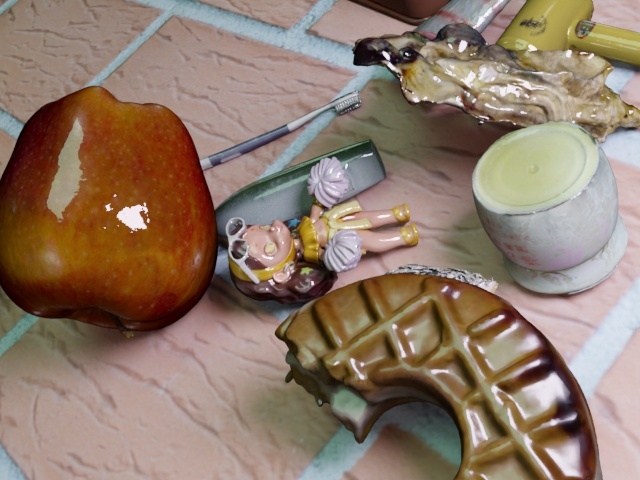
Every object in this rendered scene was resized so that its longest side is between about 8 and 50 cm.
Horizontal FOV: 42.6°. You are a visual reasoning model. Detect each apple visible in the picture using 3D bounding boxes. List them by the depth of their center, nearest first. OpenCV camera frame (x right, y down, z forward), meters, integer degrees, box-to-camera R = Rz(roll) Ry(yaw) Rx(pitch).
[{"bbox_3d":[-0.278,-0.029,1.067,0.288,0.288,0.316,-7,79,24],"label":"apple"}]

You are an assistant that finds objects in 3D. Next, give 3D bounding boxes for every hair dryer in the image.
[{"bbox_3d":[0.372,-0.248,1.065,0.279,0.090,0.135,24,67,34],"label":"hair dryer"}]

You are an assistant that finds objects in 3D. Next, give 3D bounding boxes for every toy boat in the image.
[{"bbox_3d":[-0.037,-0.065,1.135,0.261,0.078,0.085,-23,21,9],"label":"toy boat"},{"bbox_3d":[0.215,-0.325,1.165,0.282,0.096,0.206,-46,21,9],"label":"toy boat"}]

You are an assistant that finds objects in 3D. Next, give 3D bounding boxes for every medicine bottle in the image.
[{"bbox_3d":[0.252,-0.033,0.900,0.147,0.143,0.147,-18,43,17],"label":"medicine bottle"}]

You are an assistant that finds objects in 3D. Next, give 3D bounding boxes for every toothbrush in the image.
[{"bbox_3d":[-0.069,-0.164,1.271,0.288,0.024,0.026,-22,60,10],"label":"toothbrush"}]

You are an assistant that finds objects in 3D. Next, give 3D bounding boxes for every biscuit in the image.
[{"bbox_3d":[0.118,0.187,0.771,0.268,0.115,0.366,-28,59,7],"label":"biscuit"}]

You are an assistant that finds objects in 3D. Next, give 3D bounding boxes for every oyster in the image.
[{"bbox_3d":[0.213,-0.189,0.966,0.361,0.096,0.221,17,29,6],"label":"oyster"}]

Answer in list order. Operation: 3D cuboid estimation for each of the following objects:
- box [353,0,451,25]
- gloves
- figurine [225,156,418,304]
[{"bbox_3d":[0.116,-0.549,1.347,0.239,0.229,0.339,-43,46,-11],"label":"box"},{"bbox_3d":[0.119,0.069,0.937,0.153,0.070,0.114,3,55,31],"label":"gloves"},{"bbox_3d":[-0.001,0.001,1.030,0.240,0.115,0.174,-20,48,5],"label":"figurine"}]
